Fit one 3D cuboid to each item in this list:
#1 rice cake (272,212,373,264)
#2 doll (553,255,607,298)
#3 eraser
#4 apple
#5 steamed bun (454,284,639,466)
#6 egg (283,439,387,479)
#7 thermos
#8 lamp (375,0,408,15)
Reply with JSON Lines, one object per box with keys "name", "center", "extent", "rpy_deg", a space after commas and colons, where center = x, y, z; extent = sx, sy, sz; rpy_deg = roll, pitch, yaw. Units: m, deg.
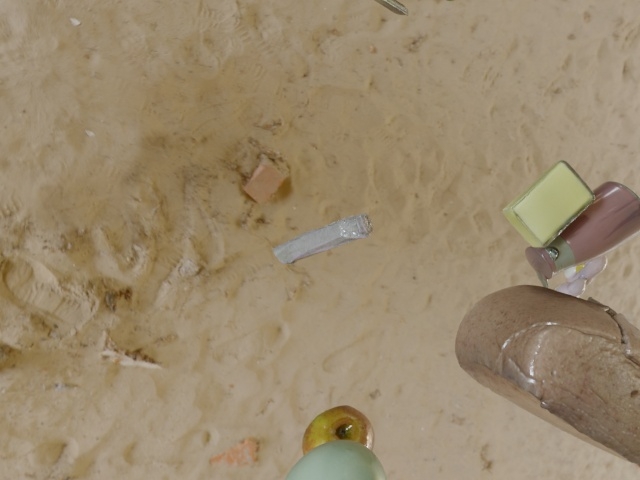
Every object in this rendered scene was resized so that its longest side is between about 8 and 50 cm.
{"name": "rice cake", "center": [0.000, 0.000, 1.052], "extent": [0.049, 0.269, 0.055], "rpy_deg": [-24, 91, -46]}
{"name": "doll", "center": [0.788, 0.132, 1.642], "extent": [0.365, 0.094, 0.160], "rpy_deg": [-40, 159, -36]}
{"name": "eraser", "center": [0.504, -0.079, 1.174], "extent": [0.172, 0.058, 0.117], "rpy_deg": [-42, 89, -7]}
{"name": "apple", "center": [0.050, 0.523, 1.360], "extent": [0.195, 0.160, 0.173], "rpy_deg": [-8, 148, -20]}
{"name": "steamed bun", "center": [0.381, 0.179, 0.784], "extent": [0.301, 0.251, 0.199], "rpy_deg": [31, 83, -14]}
{"name": "egg", "center": [0.016, 0.499, 0.972], "extent": [0.202, 0.203, 0.283], "rpy_deg": [16, 103, -31]}
{"name": "thermos", "center": [0.618, -0.007, 1.275], "extent": [0.265, 0.146, 0.176], "rpy_deg": [-33, 161, -4]}
{"name": "lamp", "center": [0.101, -0.648, 1.171], "extent": [0.203, 0.124, 0.284], "rpy_deg": [-18, 104, -62]}
